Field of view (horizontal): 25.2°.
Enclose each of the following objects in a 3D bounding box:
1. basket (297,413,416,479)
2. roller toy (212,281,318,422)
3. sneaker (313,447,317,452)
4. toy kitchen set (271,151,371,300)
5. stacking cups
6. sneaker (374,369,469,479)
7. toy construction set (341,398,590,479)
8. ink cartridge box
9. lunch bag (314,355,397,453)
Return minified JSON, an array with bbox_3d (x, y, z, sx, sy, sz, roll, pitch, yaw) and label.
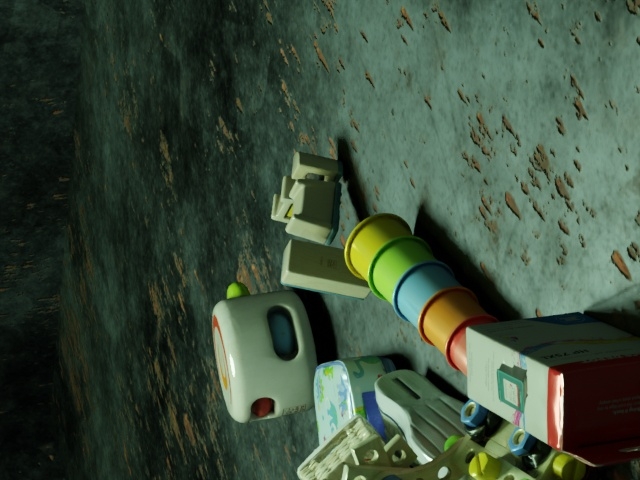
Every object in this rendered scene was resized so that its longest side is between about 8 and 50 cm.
[{"bbox_3d":[0.069,0.315,1.771,0.167,0.113,0.103,48,175,-9],"label":"basket"},{"bbox_3d":[-0.078,0.177,2.183,0.191,0.146,0.209,-125,28,-67],"label":"roller toy"},{"bbox_3d":[0.010,0.365,2.120,0.235,0.090,0.094,117,154,-50],"label":"sneaker"},{"bbox_3d":[0.000,0.000,2.021,0.166,0.122,0.207,121,158,-59],"label":"toy kitchen set"},{"bbox_3d":[0.128,0.075,1.680,0.316,0.096,0.096,-129,38,-56],"label":"stacking cups"},{"bbox_3d":[0.143,0.241,1.730,0.258,0.094,0.091,-132,24,-66],"label":"sneaker"},{"bbox_3d":[0.167,0.279,1.488,0.328,0.151,0.215,27,85,51],"label":"toy construction set"},{"bbox_3d":[0.247,0.134,1.338,0.231,0.134,0.078,-156,62,-65],"label":"ink cartridge box"},{"bbox_3d":[0.059,0.265,1.920,0.176,0.090,0.219,148,115,-73],"label":"lunch bag"}]
